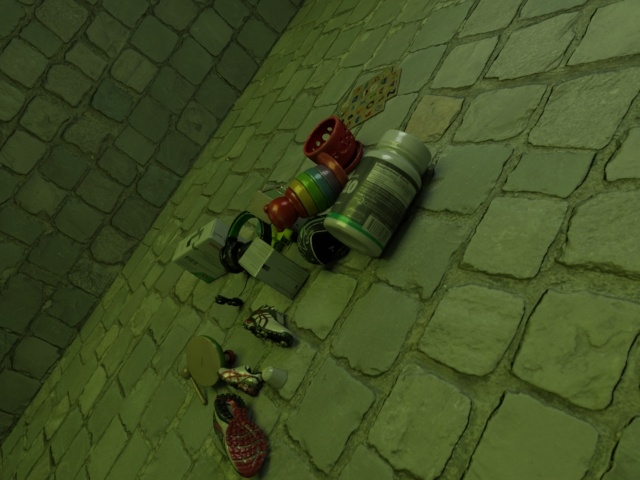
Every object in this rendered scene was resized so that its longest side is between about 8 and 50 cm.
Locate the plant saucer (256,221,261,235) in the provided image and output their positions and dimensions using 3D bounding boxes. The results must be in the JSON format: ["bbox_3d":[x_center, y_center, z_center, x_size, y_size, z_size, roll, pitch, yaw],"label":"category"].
[{"bbox_3d":[-0.251,-0.077,2.244,0.119,0.021,0.119,-34,36,29],"label":"plant saucer"}]

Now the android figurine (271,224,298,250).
[{"bbox_3d":[-0.146,-0.075,2.067,0.273,0.056,0.248,19,75,56],"label":"android figurine"}]

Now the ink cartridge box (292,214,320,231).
[{"bbox_3d":[-0.065,-0.081,1.890,0.056,0.135,0.099,21,76,55],"label":"ink cartridge box"}]

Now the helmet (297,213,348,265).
[{"bbox_3d":[0.000,0.000,1.695,0.162,0.169,0.169,-32,33,4],"label":"helmet"}]

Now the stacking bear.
[{"bbox_3d":[-0.052,-0.146,1.698,0.289,0.175,0.164,-35,18,-8],"label":"stacking bear"}]

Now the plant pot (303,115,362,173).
[{"bbox_3d":[0.054,-0.361,1.974,0.191,0.174,0.191,-33,37,29],"label":"plant pot"}]

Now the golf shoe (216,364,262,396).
[{"bbox_3d":[-0.266,0.453,1.674,0.186,0.067,0.086,10,59,37],"label":"golf shoe"}]

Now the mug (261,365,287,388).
[{"bbox_3d":[-0.152,0.423,1.563,0.078,0.064,0.062,-26,41,38],"label":"mug"}]

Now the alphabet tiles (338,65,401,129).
[{"bbox_3d":[0.205,-0.612,2.188,0.343,0.011,0.285,-21,43,41],"label":"alphabet tiles"}]

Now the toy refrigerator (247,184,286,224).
[{"bbox_3d":[-0.170,-0.143,1.885,0.094,0.102,0.269,-59,-5,15],"label":"toy refrigerator"}]

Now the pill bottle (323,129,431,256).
[{"bbox_3d":[0.183,-0.147,1.557,0.361,0.204,0.204,-58,31,-9],"label":"pill bottle"}]

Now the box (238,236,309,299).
[{"bbox_3d":[-0.168,0.098,1.799,0.119,0.181,0.182,-56,31,-3],"label":"box"}]

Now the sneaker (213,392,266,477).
[{"bbox_3d":[-0.244,0.586,1.496,0.299,0.121,0.112,-136,55,-58],"label":"sneaker"}]

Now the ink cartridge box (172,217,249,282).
[{"bbox_3d":[-0.485,0.051,2.246,0.289,0.211,0.121,-27,38,35],"label":"ink cartridge box"}]

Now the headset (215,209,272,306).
[{"bbox_3d":[-0.322,0.067,2.016,0.243,0.185,0.394,-1,79,44],"label":"headset"}]

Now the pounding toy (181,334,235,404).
[{"bbox_3d":[-0.395,0.446,1.828,0.183,0.110,0.236,40,116,27],"label":"pounding toy"}]

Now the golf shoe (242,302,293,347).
[{"bbox_3d":[-0.166,0.277,1.697,0.273,0.105,0.120,7,57,55],"label":"golf shoe"}]
